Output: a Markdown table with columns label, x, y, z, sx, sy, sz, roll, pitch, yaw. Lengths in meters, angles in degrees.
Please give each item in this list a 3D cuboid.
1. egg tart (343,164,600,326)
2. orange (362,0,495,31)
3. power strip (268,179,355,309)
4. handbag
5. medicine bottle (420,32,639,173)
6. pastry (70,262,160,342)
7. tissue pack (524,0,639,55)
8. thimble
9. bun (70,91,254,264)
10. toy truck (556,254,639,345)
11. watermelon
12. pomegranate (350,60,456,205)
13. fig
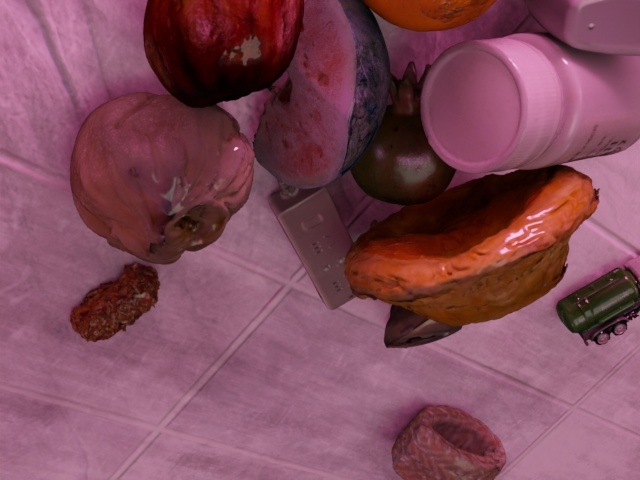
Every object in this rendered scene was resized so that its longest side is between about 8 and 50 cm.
| label | x | y | z | sx | sy | sz | roll | pitch | yaw |
| --- | --- | --- | --- | --- | --- | --- | --- | --- | --- |
| egg tart | 0.252 | 0.018 | 1.701 | 0.443 | 0.443 | 0.178 | -25 | 102 | -6 |
| orange | 0.147 | -0.402 | 1.392 | 0.246 | 0.246 | 0.246 | -15 | 134 | -16 |
| power strip | 0.000 | 0.000 | 1.797 | 0.098 | 0.058 | 0.338 | -29 | 136 | -1 |
| handbag | 0.188 | 0.136 | 1.929 | 0.182 | 0.117 | 0.270 | -35 | 180 | 8 |
| medicine bottle | 0.342 | -0.216 | 1.610 | 0.371 | 0.211 | 0.211 | -12 | 136 | -44 |
| pastry | -0.331 | 0.111 | 1.713 | 0.169 | 0.063 | 0.087 | -37 | 134 | 7 |
| tissue pack | 0.426 | -0.455 | 1.500 | 0.229 | 0.236 | 0.333 | 1 | 128 | -18 |
| thimble | 0.281 | 0.465 | 2.280 | 0.229 | 0.196 | 0.148 | 28 | 112 | -10 |
| bun | -0.222 | -0.084 | 1.495 | 0.281 | 0.205 | 0.281 | -14 | 132 | -16 |
| toy truck | 0.625 | 0.123 | 2.222 | 0.242 | 0.101 | 0.125 | -29 | 125 | 2 |
| watermelon | 0.038 | -0.206 | 1.519 | 0.175 | 0.188 | 0.322 | -28 | 157 | -31 |
| pomegranate | 0.132 | -0.167 | 1.643 | 0.181 | 0.181 | 0.224 | -11 | 119 | -20 |
| fig | -0.123 | -0.292 | 1.355 | 0.224 | 0.224 | 0.263 | 2 | 121 | -30 |
